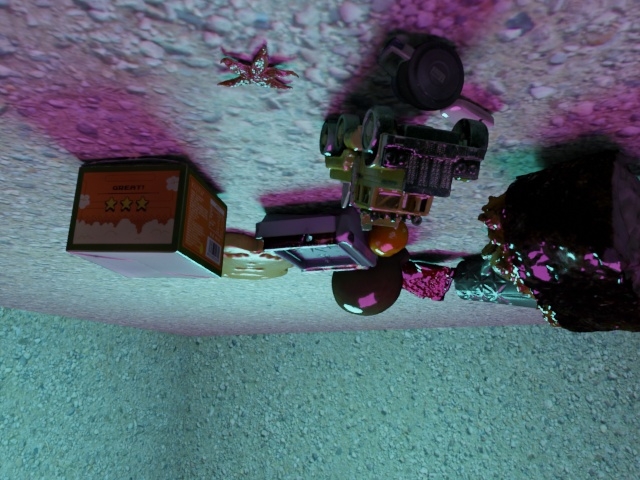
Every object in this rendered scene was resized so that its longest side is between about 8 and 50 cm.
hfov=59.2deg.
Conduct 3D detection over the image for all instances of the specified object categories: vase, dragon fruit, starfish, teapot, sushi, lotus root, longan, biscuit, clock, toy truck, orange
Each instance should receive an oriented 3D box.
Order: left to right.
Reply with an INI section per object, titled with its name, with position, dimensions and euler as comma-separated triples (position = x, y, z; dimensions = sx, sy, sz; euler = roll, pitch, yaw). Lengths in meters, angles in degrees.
[biscuit]
position = -0.173, 0.052, 1.380
dimensions = 0.275, 0.052, 0.355
euler = 5, 163, -15
[starfish]
position = -0.069, -0.176, 0.604
dimensions = 0.086, 0.016, 0.092
euler = -10, 164, 41
[clock]
position = 0.000, 0.000, 1.118
dimensions = 0.186, 0.083, 0.253
euler = -5, 164, 17
[longan]
position = 0.120, 0.082, 1.289
dimensions = 0.204, 0.159, 0.185
euler = -35, 174, -8
[orange]
position = 0.133, -0.007, 1.096
dimensions = 0.083, 0.070, 0.083
euler = -22, 161, -8
[toy truck]
position = 0.080, -0.074, 0.640
dimensions = 0.128, 0.135, 0.259
euler = 6, -177, -14
[teapot]
position = 0.094, -0.166, 0.561
dimensions = 0.088, 0.066, 0.057
euler = 32, 171, -22
[dragon fruit]
position = 0.240, 0.095, 1.406
dimensions = 0.192, 0.092, 0.122
euler = 15, 174, -24
[vase]
position = 0.471, 0.087, 1.343
dimensions = 0.301, 0.156, 0.251
euler = -5, 149, 41
[lotus root]
position = 0.433, 0.047, 1.166
dimensions = 0.191, 0.108, 0.094
euler = 26, 157, -6
[sushi]
position = 0.407, 0.005, 0.865
dimensions = 0.207, 0.234, 0.348
euler = -8, 140, 41

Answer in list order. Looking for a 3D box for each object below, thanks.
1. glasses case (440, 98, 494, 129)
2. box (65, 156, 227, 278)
[glasses case]
position = 0.177, -0.149, 0.677
dimensions = 0.083, 0.021, 0.032
euler = 13, 158, -39
[box]
position = -0.265, -0.027, 0.902
dimensions = 0.177, 0.148, 0.195
euler = 1, 165, 10
